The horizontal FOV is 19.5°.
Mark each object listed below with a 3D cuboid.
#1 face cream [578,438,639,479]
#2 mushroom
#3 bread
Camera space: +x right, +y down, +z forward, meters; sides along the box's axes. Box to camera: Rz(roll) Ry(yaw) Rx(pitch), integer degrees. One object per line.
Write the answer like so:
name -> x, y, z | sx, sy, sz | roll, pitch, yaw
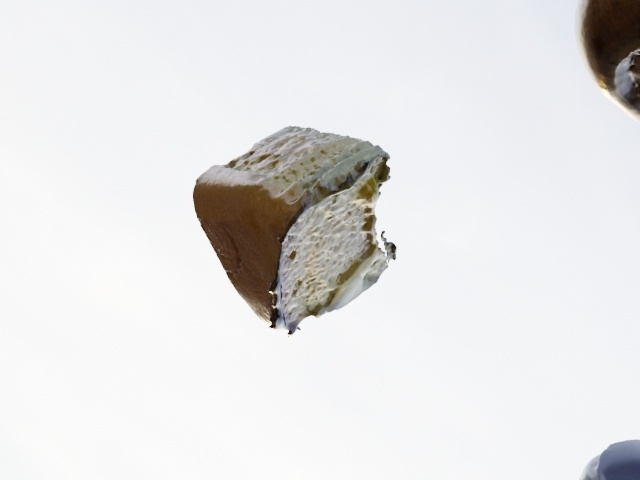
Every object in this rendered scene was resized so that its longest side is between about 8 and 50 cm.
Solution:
face cream -> 0.175, 0.313, 1.408 | 0.137, 0.234, 0.420 | 44, -64, 21
mushroom -> 0.323, -0.177, 1.454 | 0.253, 0.253, 0.153 | 141, -49, -64
bread -> 0.000, 0.000, 1.556 | 0.169, 0.140, 0.160 | 17, -45, 60
